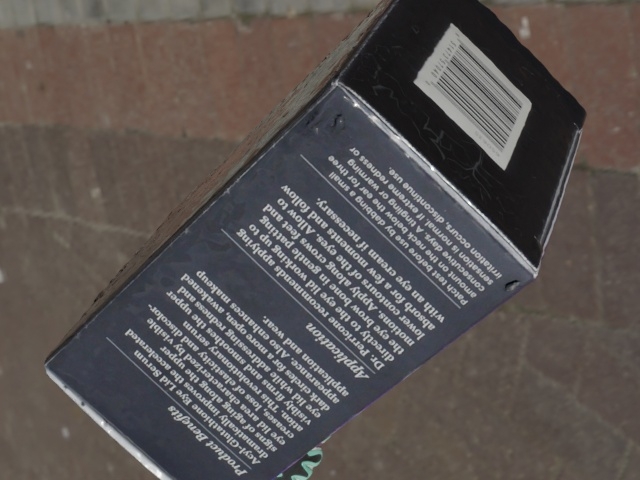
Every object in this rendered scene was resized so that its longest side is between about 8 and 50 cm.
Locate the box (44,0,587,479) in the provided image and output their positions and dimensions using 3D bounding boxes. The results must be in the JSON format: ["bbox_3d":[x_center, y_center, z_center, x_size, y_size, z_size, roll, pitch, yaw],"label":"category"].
[{"bbox_3d":[0.000,0.000,0.603,0.108,0.153,0.207,43,124,-8],"label":"box"}]

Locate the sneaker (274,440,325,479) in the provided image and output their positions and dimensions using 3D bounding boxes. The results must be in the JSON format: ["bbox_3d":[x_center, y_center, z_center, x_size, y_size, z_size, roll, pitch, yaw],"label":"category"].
[{"bbox_3d":[-0.024,0.134,0.988,0.069,0.098,0.038,10,148,52],"label":"sneaker"}]
